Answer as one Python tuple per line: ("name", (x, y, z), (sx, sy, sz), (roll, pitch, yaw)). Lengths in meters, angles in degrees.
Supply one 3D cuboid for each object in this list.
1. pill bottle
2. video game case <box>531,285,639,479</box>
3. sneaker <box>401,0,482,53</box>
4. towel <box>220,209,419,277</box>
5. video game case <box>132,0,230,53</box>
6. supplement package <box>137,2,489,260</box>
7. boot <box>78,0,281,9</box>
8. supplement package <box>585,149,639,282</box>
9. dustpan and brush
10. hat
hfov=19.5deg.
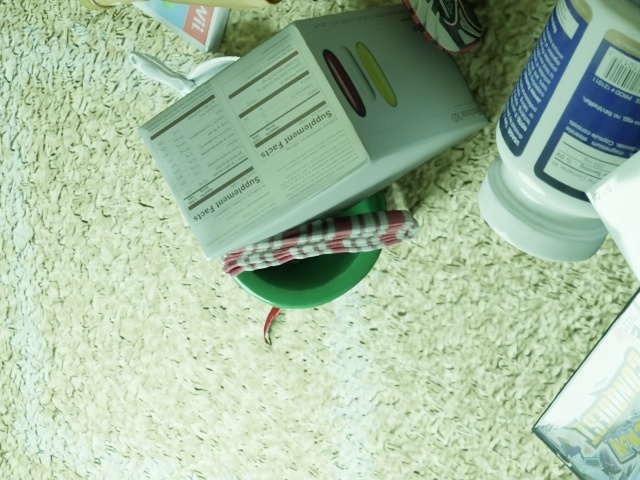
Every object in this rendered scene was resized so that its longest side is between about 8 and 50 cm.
("pill bottle", (0.245, -0.116, 1.637), (0.153, 0.153, 0.264), (42, 130, 22))
("video game case", (0.341, 0.187, 1.717), (0.248, 0.035, 0.275), (46, 140, 15))
("sneaker", (0.102, -0.317, 1.722), (0.112, 0.121, 0.299), (-14, 110, 6))
("towel", (0.000, 0.000, 1.850), (0.197, 0.144, 0.029), (-8, 98, 1))
("video game case", (-0.194, -0.359, 2.027), (0.285, 0.025, 0.204), (36, 127, 26))
("supplement package", (-0.001, -0.109, 1.760), (0.204, 0.262, 0.145), (-31, 86, 30))
("boot", (-0.167, -0.351, 1.932), (0.269, 0.089, 0.236), (2, 120, 42))
("supplement package", (0.359, -0.015, 1.481), (0.203, 0.149, 0.194), (60, 151, 8))
("dustpan and brush", (-0.118, -0.156, 2.011), (0.211, 0.060, 0.147), (36, 127, 26))
("hat", (-0.027, -0.009, 2.014), (0.208, 0.183, 0.173), (-36, 89, 1))
